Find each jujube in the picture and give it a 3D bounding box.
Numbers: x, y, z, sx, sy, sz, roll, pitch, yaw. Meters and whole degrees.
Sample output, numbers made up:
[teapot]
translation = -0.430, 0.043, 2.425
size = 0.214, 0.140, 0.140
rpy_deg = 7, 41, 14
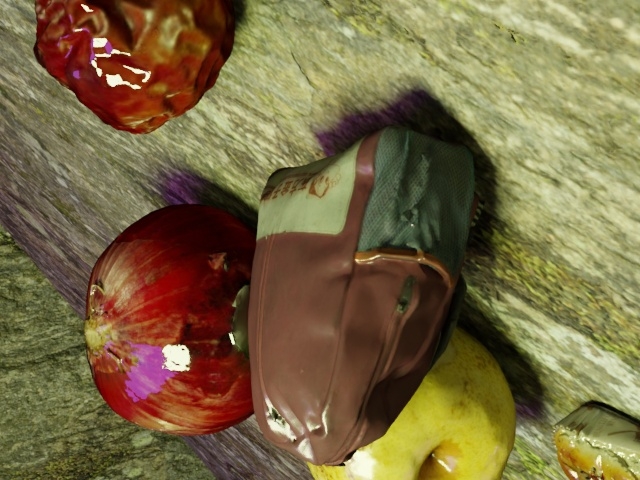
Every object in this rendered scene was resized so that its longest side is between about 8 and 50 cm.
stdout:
[jujube]
translation = -0.203, -0.214, 1.082
size = 0.216, 0.216, 0.342
rpy_deg = 48, 164, -5

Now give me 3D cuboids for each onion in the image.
[onion]
translation = -0.187, 0.110, 1.449
size = 0.341, 0.341, 0.341
rpy_deg = 38, 157, 19

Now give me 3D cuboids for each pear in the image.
[pear]
translation = 0.094, 0.206, 1.185
size = 0.271, 0.271, 0.271
rpy_deg = 38, 157, 19

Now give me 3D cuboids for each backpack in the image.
[backpack]
translation = 0.034, 0.064, 0.989
size = 0.197, 0.317, 0.283
rpy_deg = 13, 169, -19

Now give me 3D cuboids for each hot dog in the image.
[hot dog]
translation = 0.362, 0.265, 1.050
size = 0.268, 0.075, 0.144
rpy_deg = 20, 145, 43
